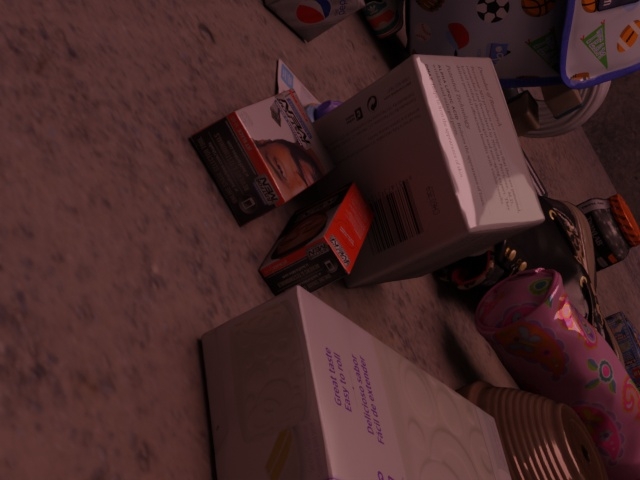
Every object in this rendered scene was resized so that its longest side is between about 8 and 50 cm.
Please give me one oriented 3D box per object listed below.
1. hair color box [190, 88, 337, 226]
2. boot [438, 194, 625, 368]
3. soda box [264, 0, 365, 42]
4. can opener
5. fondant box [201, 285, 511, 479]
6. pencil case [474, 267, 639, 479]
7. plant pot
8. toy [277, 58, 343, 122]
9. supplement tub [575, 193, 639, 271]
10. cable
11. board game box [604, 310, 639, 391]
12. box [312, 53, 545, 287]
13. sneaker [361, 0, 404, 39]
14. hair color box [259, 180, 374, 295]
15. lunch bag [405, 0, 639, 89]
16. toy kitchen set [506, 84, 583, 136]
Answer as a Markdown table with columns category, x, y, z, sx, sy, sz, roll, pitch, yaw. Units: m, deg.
| category | x | y | z | sx | sy | sz | roll | pitch | yaw |
| --- | --- | --- | --- | --- | --- | --- | --- | --- | --- |
| hair color box | -0.048 | -0.082 | 0.980 | 0.093 | 0.053 | 0.167 | 61 | 23 | -6 |
| boot | 0.270 | 0.081 | 1.385 | 0.284 | 0.138 | 0.377 | 25 | 56 | -44 |
| soda box | -0.035 | -0.396 | 1.328 | 0.098 | 0.091 | 0.286 | 31 | 37 | -51 |
| can opener | 0.364 | -0.194 | 1.972 | 0.283 | 0.095 | 0.076 | 58 | 23 | -9 |
| fondant box | 0.055 | 0.210 | 0.808 | 0.330 | 0.096 | 0.238 | 36 | 34 | -46 |
| pencil case | 0.303 | 0.163 | 1.256 | 0.284 | 0.124 | 0.124 | 50 | 24 | -18 |
| plant pot | 0.243 | 0.252 | 1.158 | 0.237 | 0.110 | 0.237 | 48 | 24 | -30 |
| toy | 0.041 | -0.101 | 1.197 | 0.237 | 0.056 | 0.137 | 48 | 25 | -32 |
| supplement tub | 0.432 | 0.004 | 1.760 | 0.117 | 0.190 | 0.117 | 47 | 26 | -31 |
| cable | 0.440 | -0.332 | 2.089 | 0.257 | 0.257 | 0.089 | 63 | 27 | 1 |
| board game box | 0.625 | 0.268 | 2.057 | 0.194 | 0.060 | 0.194 | 42 | 30 | -41 |
| box | 0.098 | -0.067 | 1.053 | 0.119 | 0.181 | 0.182 | -6 | 75 | -42 |
| sneaker | 0.091 | -0.384 | 1.640 | 0.075 | 0.057 | 0.161 | 52 | 26 | -36 |
| hair color box | 0.000 | 0.000 | 0.964 | 0.043 | 0.072 | 0.141 | 57 | 22 | -14 |
| lunch bag | 0.324 | -0.407 | 1.587 | 0.239 | 0.386 | 0.327 | -89 | 178 | -57 |
| toy kitchen set | 0.374 | -0.190 | 1.838 | 0.166 | 0.207 | 0.122 | 49 | 26 | -31 |
